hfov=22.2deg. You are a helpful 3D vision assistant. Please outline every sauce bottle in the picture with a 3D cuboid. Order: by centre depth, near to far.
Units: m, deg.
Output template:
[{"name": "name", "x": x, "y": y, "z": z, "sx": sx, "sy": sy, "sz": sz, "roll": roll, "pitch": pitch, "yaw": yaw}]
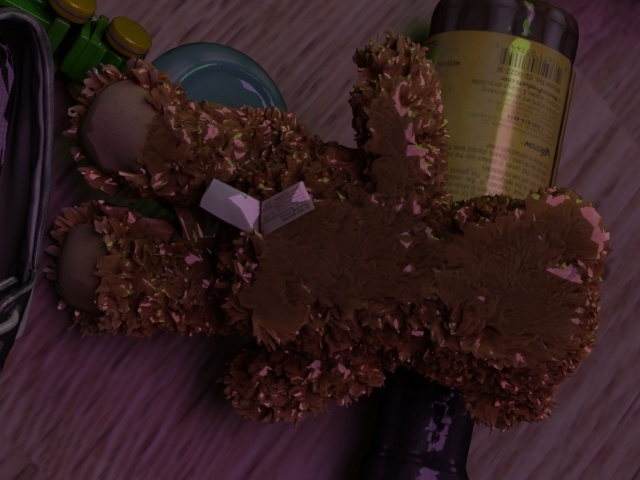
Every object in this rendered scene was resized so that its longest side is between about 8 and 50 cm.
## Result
[{"name": "sauce bottle", "x": 0.092, "y": 0.006, "z": 1.089, "sx": 0.111, "sy": 0.111, "sz": 0.344, "roll": 21, "pitch": 74, "yaw": -26}]

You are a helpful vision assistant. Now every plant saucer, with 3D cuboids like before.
[{"name": "plant saucer", "x": -0.066, "y": -0.072, "z": 1.059, "sx": 0.119, "sy": 0.021, "sz": 0.119, "roll": 4, "pitch": 82, "yaw": -30}]

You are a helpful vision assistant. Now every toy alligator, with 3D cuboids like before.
[{"name": "toy alligator", "x": -0.166, "y": -0.136, "z": 0.997, "sx": 0.189, "sy": 0.056, "sz": 0.051, "roll": 31, "pitch": 27, "yaw": -14}]

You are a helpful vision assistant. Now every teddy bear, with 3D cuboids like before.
[{"name": "teddy bear", "x": 0.000, "y": 0.000, "z": 0.979, "sx": 0.338, "sy": 0.113, "sz": 0.245, "roll": -4, "pitch": 94, "yaw": 5}]

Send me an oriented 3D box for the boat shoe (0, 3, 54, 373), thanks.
[{"name": "boat shoe", "x": -0.219, "y": 0.025, "z": 0.900, "sx": 0.121, "sy": 0.119, "sz": 0.335, "roll": 7, "pitch": 86, "yaw": -30}]
